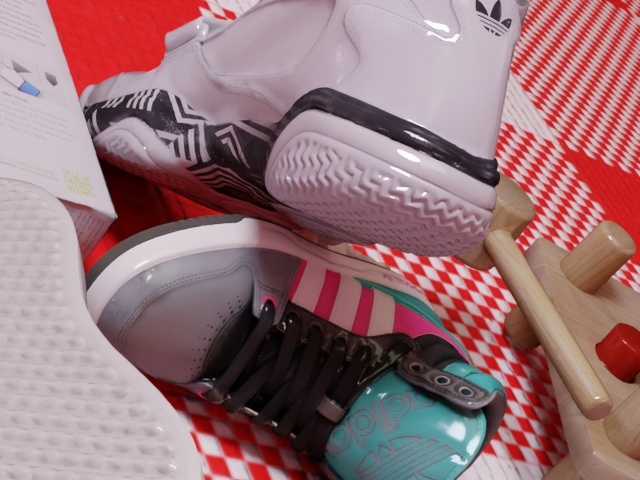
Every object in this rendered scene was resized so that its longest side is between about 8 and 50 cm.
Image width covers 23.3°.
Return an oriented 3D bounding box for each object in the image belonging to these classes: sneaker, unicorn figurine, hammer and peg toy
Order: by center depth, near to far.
[{"bbox_3d":[-0.148,0.096,0.728,0.135,0.150,0.366,-15,31,-16],"label":"sneaker"},{"bbox_3d":[0.004,0.092,0.911,0.295,0.124,0.178,12,28,-46],"label":"sneaker"},{"bbox_3d":[-0.008,-0.117,0.959,0.137,0.210,0.366,26,-9,-39],"label":"sneaker"},{"bbox_3d":[0.000,0.000,1.074,0.162,0.060,0.111,18,-11,46],"label":"unicorn figurine"},{"bbox_3d":[0.227,0.112,1.158,0.361,0.127,0.266,28,30,-23],"label":"hammer and peg toy"}]

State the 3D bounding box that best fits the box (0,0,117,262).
[{"bbox_3d":[-0.268,-0.133,0.968,0.232,0.058,0.322,19,35,-37],"label":"box"}]
